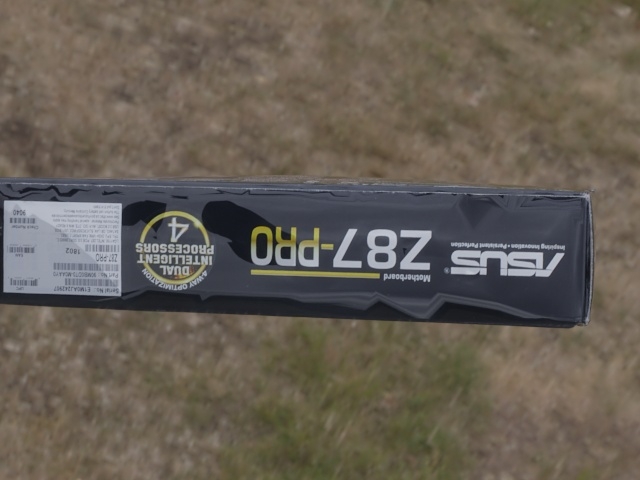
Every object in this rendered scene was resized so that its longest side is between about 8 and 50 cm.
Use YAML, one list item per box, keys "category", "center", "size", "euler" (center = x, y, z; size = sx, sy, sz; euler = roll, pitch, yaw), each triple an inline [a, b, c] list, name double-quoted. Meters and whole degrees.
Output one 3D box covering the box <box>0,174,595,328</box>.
- category: "box"
  center: [0.000, 0.000, 1.097]
  size: [0.395, 0.097, 0.318]
  euler: [1, 4, 10]
